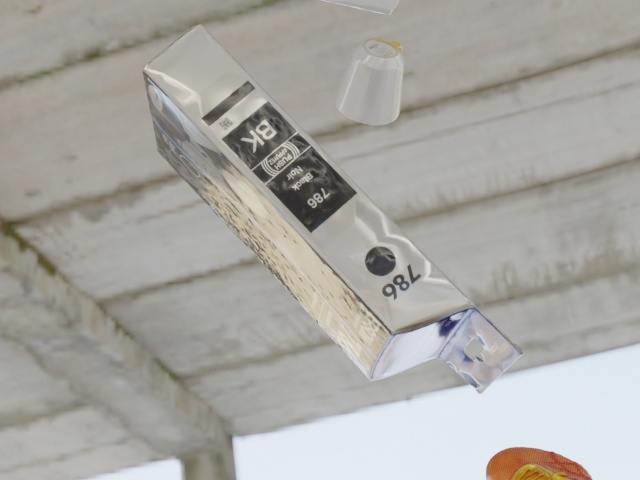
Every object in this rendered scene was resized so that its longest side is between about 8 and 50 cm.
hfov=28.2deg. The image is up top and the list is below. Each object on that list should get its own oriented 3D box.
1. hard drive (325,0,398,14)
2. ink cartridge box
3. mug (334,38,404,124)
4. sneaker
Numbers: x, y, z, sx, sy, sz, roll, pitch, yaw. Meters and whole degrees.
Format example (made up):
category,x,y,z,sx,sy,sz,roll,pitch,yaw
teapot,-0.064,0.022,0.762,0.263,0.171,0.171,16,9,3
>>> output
category,x,y,z,sx,sy,sz,roll,pitch,yaw
hard drive,-0.061,-0.313,0.999,0.353,0.047,0.233,8,-48,-22
ink cartridge box,0.000,0.000,0.956,0.065,0.332,0.165,-42,-11,-15
mug,0.048,-0.154,1.175,0.062,0.078,0.064,4,-50,-10
sneaker,0.169,0.180,0.906,0.067,0.175,0.064,44,-99,-26
